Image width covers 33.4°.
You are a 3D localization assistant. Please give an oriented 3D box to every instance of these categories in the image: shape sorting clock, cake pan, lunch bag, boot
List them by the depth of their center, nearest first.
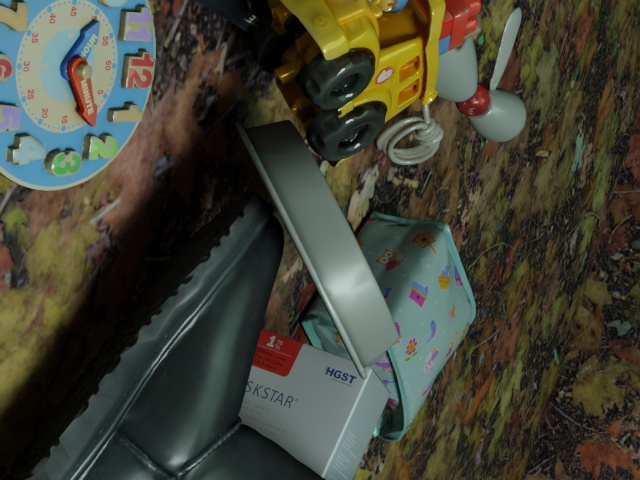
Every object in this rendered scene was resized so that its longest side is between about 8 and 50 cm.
[{"bbox_3d":[-0.203,-0.140,0.859,0.206,0.040,0.206,-39,138,-49],"label":"shape sorting clock"},{"bbox_3d":[-0.020,0.227,1.031,0.445,0.146,0.367,41,72,-14],"label":"boot"},{"bbox_3d":[0.000,0.000,1.089,0.054,0.293,0.293,-27,143,-2],"label":"cake pan"},{"bbox_3d":[0.107,0.126,1.479,0.223,0.160,0.262,-57,143,-31],"label":"lunch bag"}]

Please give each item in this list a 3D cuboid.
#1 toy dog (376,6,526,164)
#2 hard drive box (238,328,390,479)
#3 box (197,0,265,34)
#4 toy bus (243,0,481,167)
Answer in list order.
[{"bbox_3d":[0.152,-0.250,1.356,0.333,0.220,0.161,64,17,-63],"label":"toy dog"},{"bbox_3d":[-0.054,0.233,1.203,0.232,0.181,0.089,-64,152,-19],"label":"hard drive box"},{"bbox_3d":[-0.036,-0.277,0.986,0.175,0.051,0.220,-37,159,16],"label":"box"},{"bbox_3d":[0.051,-0.199,0.993,0.211,0.149,0.220,-27,158,-7],"label":"toy bus"}]
